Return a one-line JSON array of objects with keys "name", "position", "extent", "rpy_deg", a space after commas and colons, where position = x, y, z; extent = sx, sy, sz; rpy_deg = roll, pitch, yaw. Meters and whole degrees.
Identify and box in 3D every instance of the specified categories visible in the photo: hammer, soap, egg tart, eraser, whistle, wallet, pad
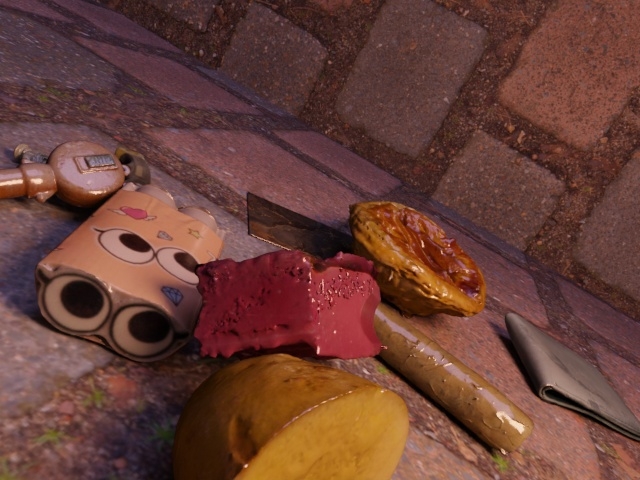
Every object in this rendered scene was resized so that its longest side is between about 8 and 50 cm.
[{"name": "hammer", "position": [-0.329, -0.100, 0.879], "extent": [0.158, 0.041, 0.226], "rpy_deg": [19, 21, -29]}, {"name": "soap", "position": [-0.014, 0.090, 0.612], "extent": [0.182, 0.112, 0.289], "rpy_deg": [-3, -14, 11]}, {"name": "egg tart", "position": [0.180, 0.047, 1.052], "extent": [0.351, 0.153, 0.339], "rpy_deg": [35, 22, 11]}, {"name": "eraser", "position": [-0.224, 0.023, 0.645], "extent": [0.171, 0.087, 0.290], "rpy_deg": [29, 18, -14]}, {"name": "whistle", "position": [-0.372, -0.091, 0.705], "extent": [0.220, 0.057, 0.107], "rpy_deg": [-17, 71, -43]}, {"name": "wallet", "position": [0.551, 0.302, 1.105], "extent": [0.290, 0.054, 0.251], "rpy_deg": [31, 22, -11]}, {"name": "pad", "position": [0.000, 0.000, 1.153], "extent": [0.367, 0.007, 0.247], "rpy_deg": [22, 20, -19]}]

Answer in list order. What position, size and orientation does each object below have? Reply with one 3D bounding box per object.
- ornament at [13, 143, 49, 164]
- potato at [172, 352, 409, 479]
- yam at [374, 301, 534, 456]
[{"name": "ornament", "position": [-0.434, -0.120, 0.786], "extent": [0.092, 0.041, 0.068], "rpy_deg": [12, 18, -19]}, {"name": "potato", "position": [-0.049, 0.170, 0.429], "extent": [0.203, 0.178, 0.158], "rpy_deg": [-25, 34, -38]}, {"name": "yam", "position": [0.156, 0.186, 0.791], "extent": [0.371, 0.083, 0.083], "rpy_deg": [38, 21, 21]}]
